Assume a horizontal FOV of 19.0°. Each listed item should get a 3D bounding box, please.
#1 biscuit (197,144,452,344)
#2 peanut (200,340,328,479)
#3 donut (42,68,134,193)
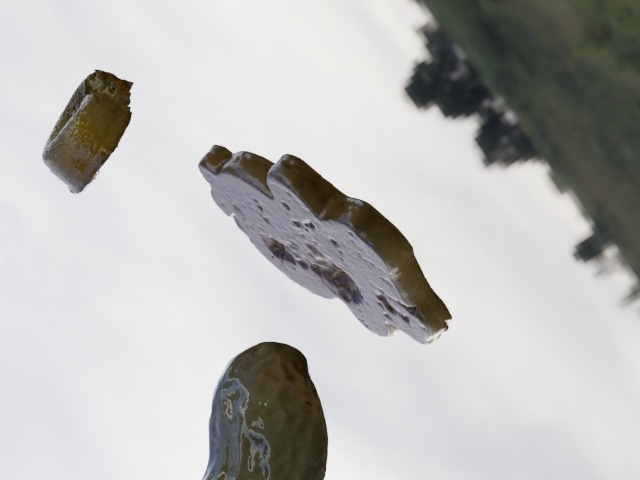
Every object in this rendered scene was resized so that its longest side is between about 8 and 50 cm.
[{"bbox_3d":[0.002,-0.002,1.467,0.249,0.035,0.184,21,152,51],"label":"biscuit"},{"bbox_3d":[-0.047,0.177,1.346,0.099,0.214,0.090,11,172,-10],"label":"peanut"},{"bbox_3d":[-0.188,-0.088,1.532,0.043,0.097,0.108,32,-166,-17],"label":"donut"}]
